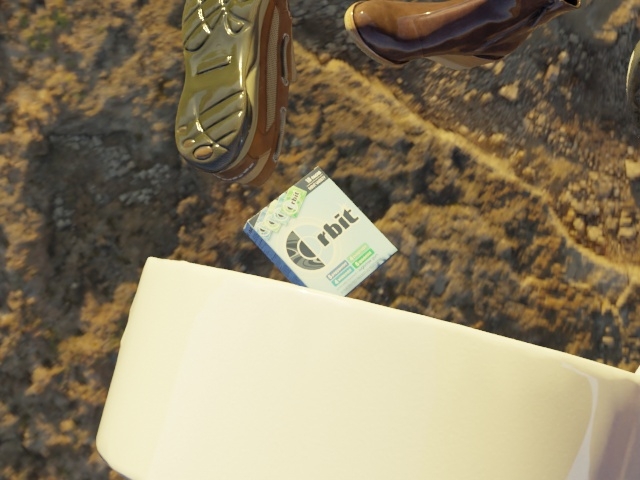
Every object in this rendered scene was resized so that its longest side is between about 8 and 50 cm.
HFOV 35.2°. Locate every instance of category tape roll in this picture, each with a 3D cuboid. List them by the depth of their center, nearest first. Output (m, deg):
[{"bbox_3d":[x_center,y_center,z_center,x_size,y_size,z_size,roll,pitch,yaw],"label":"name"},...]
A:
[{"bbox_3d":[0.035,0.091,0.514,0.286,0.286,0.100,13,85,12],"label":"tape roll"}]

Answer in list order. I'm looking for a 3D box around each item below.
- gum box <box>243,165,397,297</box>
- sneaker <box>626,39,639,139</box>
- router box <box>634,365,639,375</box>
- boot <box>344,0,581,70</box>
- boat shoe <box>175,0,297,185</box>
[{"bbox_3d":[0.000,0.000,1.555,0.184,0.157,0.041,47,154,6],"label":"gum box"},{"bbox_3d":[0.322,-0.098,0.849,0.084,0.097,0.234,-10,128,32],"label":"sneaker"},{"bbox_3d":[0.389,0.017,0.662,0.082,0.301,0.335,34,89,-11],"label":"router box"},{"bbox_3d":[0.177,-0.290,1.263,0.207,0.248,0.090,-25,68,46],"label":"boot"},{"bbox_3d":[-0.089,-0.212,1.185,0.123,0.120,0.324,-5,67,33],"label":"boat shoe"}]
